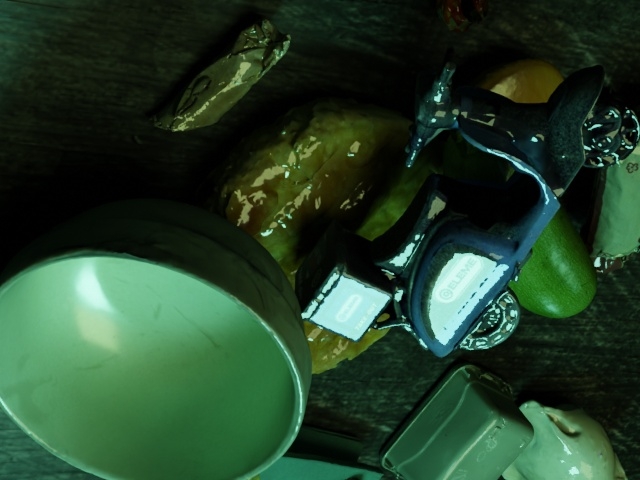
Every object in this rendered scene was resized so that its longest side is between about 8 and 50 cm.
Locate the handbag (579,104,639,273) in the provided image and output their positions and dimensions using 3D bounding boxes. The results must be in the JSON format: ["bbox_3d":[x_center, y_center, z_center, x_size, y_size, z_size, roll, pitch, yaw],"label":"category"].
[{"bbox_3d":[0.383,-0.079,1.992,0.213,0.127,0.235,-21,146,-20],"label":"handbag"}]

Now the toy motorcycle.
[{"bbox_3d":[0.134,-0.037,1.657,0.212,0.125,0.358,24,121,-18],"label":"toy motorcycle"}]

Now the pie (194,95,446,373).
[{"bbox_3d":[0.000,0.000,1.809,0.339,0.083,0.339,-22,135,-24],"label":"pie"}]

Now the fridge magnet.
[{"bbox_3d":[0.194,-0.131,1.852,0.143,0.063,0.143,-19,134,-21],"label":"fridge magnet"}]

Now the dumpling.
[{"bbox_3d":[0.293,0.274,2.235,0.155,0.181,0.111,-33,-175,34],"label":"dumpling"}]

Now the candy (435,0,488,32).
[{"bbox_3d":[0.126,-0.283,1.704,0.055,0.049,0.184,-50,139,-40],"label":"candy"}]

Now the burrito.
[{"bbox_3d":[-0.090,-0.148,1.648,0.149,0.041,0.055,-44,124,7],"label":"burrito"}]

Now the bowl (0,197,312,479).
[{"bbox_3d":[-0.152,0.082,1.650,0.307,0.163,0.307,7,129,8],"label":"bowl"}]

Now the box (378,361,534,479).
[{"bbox_3d":[0.170,0.243,2.115,0.172,0.093,0.124,-51,137,10],"label":"box"}]

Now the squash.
[{"bbox_3d":[0.206,-0.018,1.851,0.107,0.107,0.395,-40,142,-2],"label":"squash"}]

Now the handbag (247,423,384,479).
[{"bbox_3d":[-0.084,0.327,1.993,0.274,0.100,0.268,24,106,-44],"label":"handbag"}]
